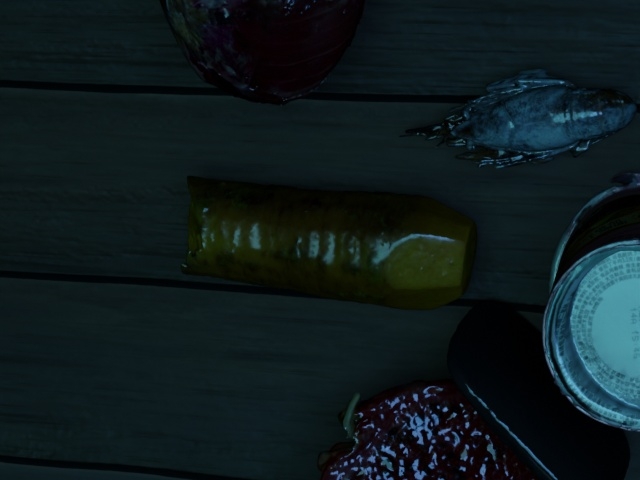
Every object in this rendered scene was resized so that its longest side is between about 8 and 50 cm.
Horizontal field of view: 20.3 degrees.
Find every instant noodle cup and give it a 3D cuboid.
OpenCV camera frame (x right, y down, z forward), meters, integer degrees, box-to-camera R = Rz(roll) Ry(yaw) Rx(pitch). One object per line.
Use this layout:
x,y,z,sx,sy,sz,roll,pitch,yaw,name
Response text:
0.299,0.065,1.592,0.244,0.255,0.244,2,96,16,instant noodle cup

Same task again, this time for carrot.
0.000,0.000,1.745,0.302,0.114,0.114,6,100,16,carrot

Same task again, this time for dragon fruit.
0.097,0.238,1.739,0.317,0.152,0.205,-6,86,-12,dragon fruit

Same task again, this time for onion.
-0.048,-0.256,1.684,0.252,0.219,0.252,33,134,42,onion

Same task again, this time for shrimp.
0.183,-0.115,1.694,0.233,0.079,0.090,-5,93,21,shrimp

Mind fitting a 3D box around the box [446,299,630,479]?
0.201,0.155,1.663,0.212,0.201,0.042,46,115,3,box
